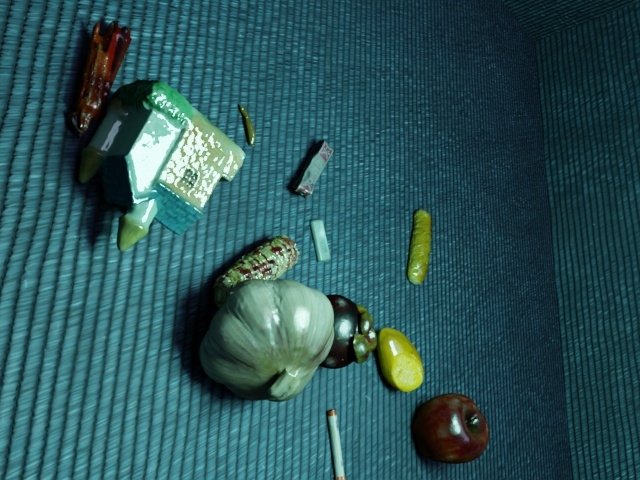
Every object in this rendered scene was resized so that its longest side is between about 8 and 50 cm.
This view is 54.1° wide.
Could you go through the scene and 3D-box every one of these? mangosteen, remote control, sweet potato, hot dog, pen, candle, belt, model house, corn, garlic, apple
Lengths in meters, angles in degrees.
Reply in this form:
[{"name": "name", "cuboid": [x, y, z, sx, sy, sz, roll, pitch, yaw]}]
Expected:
[{"name": "mangosteen", "cuboid": [0.044, 0.238, 1.652, 0.210, 0.210, 0.209, 19, 65, -48]}, {"name": "remote control", "cuboid": [0.000, 0.000, 1.812, 0.053, 0.018, 0.124, -10, 87, -51]}, {"name": "sweet potato", "cuboid": [-0.190, -0.304, 1.660, 0.026, 0.026, 0.115, -14, 88, -52]}, {"name": "hot dog", "cuboid": [0.352, 0.018, 2.216, 0.088, 0.061, 0.285, 23, 60, -33]}, {"name": "pen", "cuboid": [0.045, 0.576, 1.691, 0.028, 0.028, 0.238, 3, 77, -51]}, {"name": "candle", "cuboid": [-0.460, -0.336, 1.303, 0.084, 0.059, 0.301, 24, 62, -35]}, {"name": "belt", "cuboid": [-0.024, -0.202, 1.806, 0.053, 0.071, 0.232, 46, 44, -24]}, {"name": "model house", "cuboid": [-0.361, -0.125, 1.299, 0.267, 0.194, 0.324, 41, 64, -43]}, {"name": "corn", "cuboid": [-0.159, 0.076, 1.532, 0.290, 0.098, 0.098, -37, 108, -46]}, {"name": "garlic", "cuboid": [-0.110, 0.220, 1.410, 0.322, 0.241, 0.321, -30, 130, -42]}, {"name": "apple", "cuboid": [0.409, 0.595, 1.986, 0.234, 0.234, 0.233, 19, 65, -48]}]

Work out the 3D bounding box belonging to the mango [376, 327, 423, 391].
[{"name": "mango", "cuboid": [0.234, 0.363, 1.937, 0.141, 0.102, 0.217, -37, 107, -25]}]
